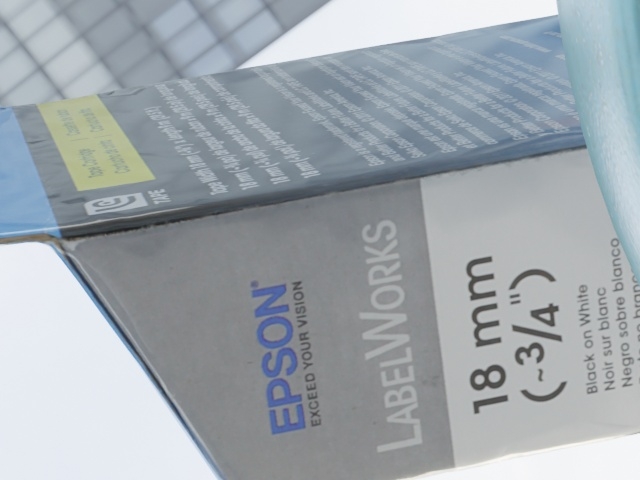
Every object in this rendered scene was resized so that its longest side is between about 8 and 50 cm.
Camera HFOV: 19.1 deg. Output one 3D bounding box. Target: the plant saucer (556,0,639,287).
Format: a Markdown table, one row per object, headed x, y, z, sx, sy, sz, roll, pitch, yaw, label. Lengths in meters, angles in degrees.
| x | y | z | sx | sy | sz | roll | pitch | yaw | label |
| --- | --- | --- | --- | --- | --- | --- | --- | --- | --- |
| 0.157 | -0.037 | 0.248 | 0.043 | 0.317 | 0.317 | -25 | -97 | -47 | plant saucer |

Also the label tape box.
| x | y | z | sx | sy | sz | roll | pitch | yaw | label |
| --- | --- | --- | --- | --- | --- | --- | --- | --- | --- |
| 0.000 | 0.000 | 0.683 | 0.240 | 0.333 | 0.106 | -132 | 34 | -72 | label tape box |
